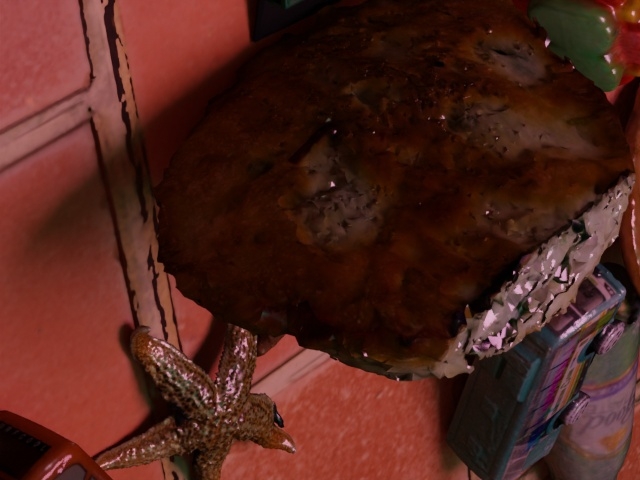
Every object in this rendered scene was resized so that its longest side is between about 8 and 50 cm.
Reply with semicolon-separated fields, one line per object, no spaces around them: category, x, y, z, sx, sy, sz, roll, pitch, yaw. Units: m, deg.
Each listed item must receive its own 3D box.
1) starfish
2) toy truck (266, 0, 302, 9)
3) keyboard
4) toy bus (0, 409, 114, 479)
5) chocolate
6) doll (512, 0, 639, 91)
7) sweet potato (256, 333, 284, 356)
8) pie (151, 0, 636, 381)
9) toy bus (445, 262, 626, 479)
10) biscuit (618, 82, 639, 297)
starfish;-0.100;0.133;1.437;0.176;0.053;0.208;-31;128;-19
toy truck;0.000;-0.220;1.295;0.147;0.079;0.065;-32;134;-36
keyboard;0.028;-0.203;1.383;0.198;0.010;0.064;-30;149;-34
toy bus;-0.148;0.258;1.418;0.092;0.093;0.409;-57;144;-19
chocolate;0.252;0.161;1.809;0.110;0.110;0.291;-35;138;-29
doll;0.275;-0.282;1.504;0.363;0.160;0.183;-50;142;-18
sweet potato;-0.003;-0.006;1.448;0.068;0.068;0.226;3;130;-49
pie;0.048;-0.044;1.294;0.354;0.288;0.103;-41;146;-30
toy bus;0.184;0.110;1.647;0.109;0.091;0.262;-34;154;-29
biscuit;0.332;-0.050;1.744;0.203;0.041;0.260;-6;92;-42
